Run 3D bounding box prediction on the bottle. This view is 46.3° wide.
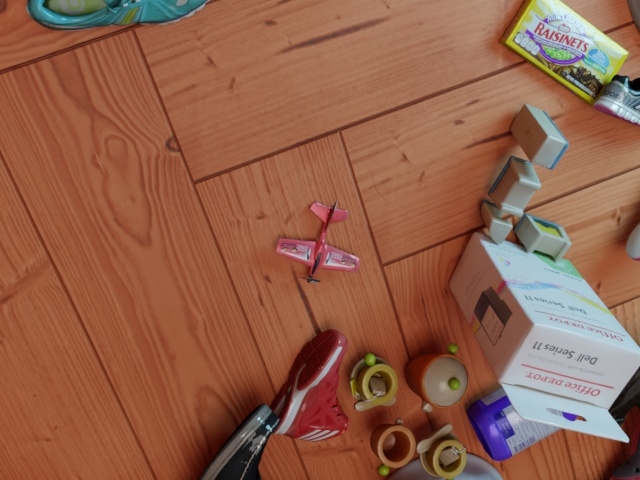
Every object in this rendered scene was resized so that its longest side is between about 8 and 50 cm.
[{"bbox_3d":[0.417,0.296,1.391,0.283,0.092,0.118,-29,108,-3],"label":"bottle"}]

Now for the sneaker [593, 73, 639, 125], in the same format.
[{"bbox_3d":[0.542,-0.234,1.266,0.170,0.063,0.075,14,105,-26],"label":"sneaker"}]

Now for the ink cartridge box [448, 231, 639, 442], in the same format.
[{"bbox_3d":[0.358,0.140,1.185,0.207,0.353,0.119,16,116,-16],"label":"ink cartridge box"}]

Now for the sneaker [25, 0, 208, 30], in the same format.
[{"bbox_3d":[-0.268,-0.343,1.040,0.275,0.110,0.107,-17,109,-8],"label":"sneaker"}]

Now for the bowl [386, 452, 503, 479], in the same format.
[{"bbox_3d":[0.243,0.561,1.411,0.297,0.134,0.298,-3,106,-11],"label":"bowl"}]

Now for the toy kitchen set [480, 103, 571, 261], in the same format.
[{"bbox_3d":[0.379,-0.094,1.274,0.166,0.122,0.207,17,122,-17],"label":"toy kitchen set"}]

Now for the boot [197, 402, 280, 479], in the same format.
[{"bbox_3d":[-0.089,0.488,1.258,0.284,0.138,0.377,32,102,8],"label":"boot"}]

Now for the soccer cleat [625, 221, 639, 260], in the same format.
[{"bbox_3d":[0.654,-0.102,1.327,0.331,0.116,0.143,-37,95,-2],"label":"soccer cleat"}]

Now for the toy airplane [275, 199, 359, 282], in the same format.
[{"bbox_3d":[0.000,0.000,1.245,0.151,0.028,0.151,-4,107,-13],"label":"toy airplane"}]

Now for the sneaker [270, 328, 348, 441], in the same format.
[{"bbox_3d":[0.011,0.259,1.308,0.128,0.087,0.221,25,112,-26],"label":"sneaker"}]

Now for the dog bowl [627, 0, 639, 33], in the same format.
[{"bbox_3d":[0.682,-0.453,1.221,0.348,0.102,0.349,-4,107,-12],"label":"dog bowl"}]

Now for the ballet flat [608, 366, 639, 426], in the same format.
[{"bbox_3d":[0.577,0.277,1.395,0.084,0.058,0.250,9,133,-16],"label":"ballet flat"}]

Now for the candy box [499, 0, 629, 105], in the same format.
[{"bbox_3d":[0.406,-0.320,1.239,0.206,0.027,0.105,28,97,-19],"label":"candy box"}]

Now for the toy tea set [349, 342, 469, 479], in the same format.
[{"bbox_3d":[0.180,0.344,1.292,0.200,0.124,0.336,-14,94,-20],"label":"toy tea set"}]

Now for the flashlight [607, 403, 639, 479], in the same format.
[{"bbox_3d":[0.630,0.391,1.469,0.103,0.103,0.304,9,103,25],"label":"flashlight"}]
